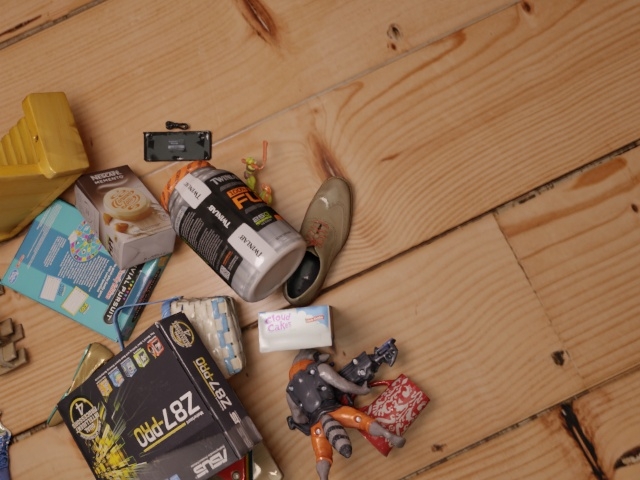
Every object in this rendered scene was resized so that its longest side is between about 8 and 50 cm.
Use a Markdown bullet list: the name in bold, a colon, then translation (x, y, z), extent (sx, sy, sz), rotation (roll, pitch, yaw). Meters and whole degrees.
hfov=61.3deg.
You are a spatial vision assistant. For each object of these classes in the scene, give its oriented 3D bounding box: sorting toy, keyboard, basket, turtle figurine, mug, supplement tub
- **sorting toy**: translation (-0.264, 0.521, 1.267), extent (0.257, 0.089, 0.255), rotation (-37, 66, -2)
- **keyboard**: translation (-0.379, -0.263, 1.432), extent (0.180, 0.023, 0.108), rotation (-1, 90, 2)
- **basket**: translation (-0.329, 0.256, 1.279), extent (0.289, 0.201, 0.254), rotation (-12, 85, -5)
- **turtle figurine**: translation (-0.212, -0.118, 1.375), extent (0.217, 0.087, 0.269), rotation (2, 92, 10)
- **mug**: translation (0.159, 0.398, 1.288), extent (0.150, 0.113, 0.169), rotation (44, 84, 0)
- **supplement tub**: translation (-0.201, -0.028, 1.221), extent (0.316, 0.193, 0.193), rotation (42, 87, 15)

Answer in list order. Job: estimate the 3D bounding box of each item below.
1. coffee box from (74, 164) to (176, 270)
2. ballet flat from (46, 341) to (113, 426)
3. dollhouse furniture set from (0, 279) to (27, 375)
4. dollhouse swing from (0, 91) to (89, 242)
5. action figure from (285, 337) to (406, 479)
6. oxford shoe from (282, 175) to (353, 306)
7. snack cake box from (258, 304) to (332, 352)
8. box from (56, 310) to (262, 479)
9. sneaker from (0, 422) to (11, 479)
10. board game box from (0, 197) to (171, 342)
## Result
- **coffee box**: translation (-0.476, -0.061, 1.311), extent (0.141, 0.098, 0.246), rotation (-23, 58, -39)
- **ballet flat**: translation (-0.594, 0.369, 1.345), extent (0.073, 0.080, 0.232), rotation (28, 87, -10)
- **dollhouse furniture set**: translation (-0.868, 0.206, 1.312), extent (0.161, 0.212, 0.242), rotation (-28, 57, -2)
- **dollhouse swing**: translation (-0.776, -0.166, 1.224), extent (0.347, 0.305, 0.315), rotation (-33, 72, 24)
- **action figure**: translation (0.045, 0.351, 1.224), extent (0.341, 0.178, 0.330), rotation (-46, 45, 4)
- **oxford shoe**: translation (0.000, 0.000, 1.329), extent (0.123, 0.130, 0.348), rotation (17, 85, 4)
- **snack cake box**: translation (-0.048, 0.198, 1.242), extent (0.152, 0.264, 0.089), rotation (-5, 83, 2)
- **box**: translation (-0.359, 0.387, 1.158), extent (0.395, 0.097, 0.318), rotation (-37, 83, 24)
- **sneaker**: translation (-0.809, 0.517, 1.333), extent (0.081, 0.080, 0.211), rotation (-25, 84, 3)
- **board game box**: translation (-0.591, 0.070, 1.374), extent (0.336, 0.079, 0.253), rotation (26, 85, 5)
